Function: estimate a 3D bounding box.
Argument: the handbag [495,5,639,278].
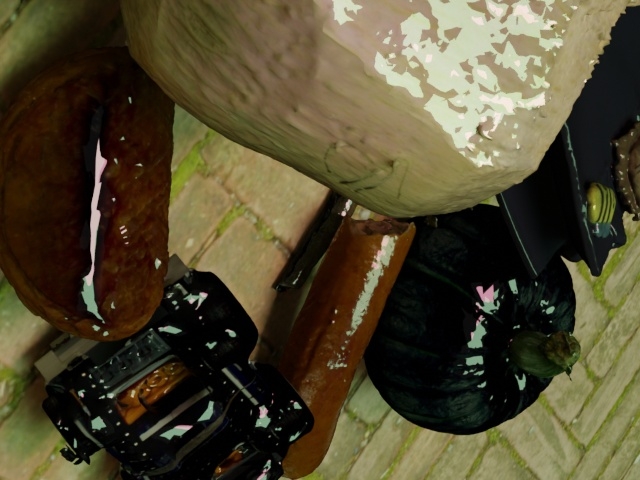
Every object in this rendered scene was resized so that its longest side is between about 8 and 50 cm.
[{"bbox_3d":[0.260,-0.159,1.477,0.303,0.122,0.329,-51,130,-46],"label":"handbag"}]

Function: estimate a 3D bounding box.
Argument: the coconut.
[{"bbox_3d":[0.019,-0.237,1.067,0.404,0.404,0.404,-28,131,-38],"label":"coconut"}]

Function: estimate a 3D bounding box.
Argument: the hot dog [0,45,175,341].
[{"bbox_3d":[-0.175,-0.039,1.149,0.160,0.099,0.227,7,95,-48],"label":"hot dog"}]

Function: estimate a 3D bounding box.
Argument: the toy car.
[{"bbox_3d":[-0.126,0.151,1.321,0.193,0.118,0.301,-40,142,-8],"label":"toy car"}]

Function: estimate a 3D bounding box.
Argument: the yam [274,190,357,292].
[{"bbox_3d":[0.000,0.000,1.457,0.129,0.027,0.033,-59,142,-5],"label":"yam"}]

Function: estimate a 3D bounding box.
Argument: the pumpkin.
[{"bbox_3d":[0.173,0.093,1.540,0.248,0.248,0.248,-28,131,-38],"label":"pumpkin"}]

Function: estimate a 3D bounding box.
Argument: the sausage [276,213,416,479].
[{"bbox_3d":[0.007,0.107,1.457,0.302,0.076,0.103,-68,165,17],"label":"sausage"}]
